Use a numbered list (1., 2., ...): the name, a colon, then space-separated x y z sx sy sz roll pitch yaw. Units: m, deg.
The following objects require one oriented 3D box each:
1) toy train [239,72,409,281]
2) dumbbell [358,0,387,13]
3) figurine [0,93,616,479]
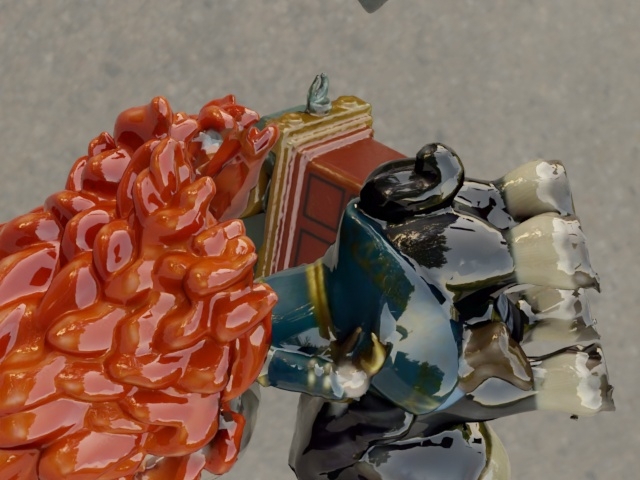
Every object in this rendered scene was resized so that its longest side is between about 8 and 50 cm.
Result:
1. toy train: 0.000 0.000 1.650 0.232 0.369 0.163 28 32 32
2. dumbbell: 0.110 -0.433 1.815 0.388 0.185 0.185 -40 94 6
3. figurine: -0.026 0.062 0.902 0.412 0.306 0.241 8 49 -14
